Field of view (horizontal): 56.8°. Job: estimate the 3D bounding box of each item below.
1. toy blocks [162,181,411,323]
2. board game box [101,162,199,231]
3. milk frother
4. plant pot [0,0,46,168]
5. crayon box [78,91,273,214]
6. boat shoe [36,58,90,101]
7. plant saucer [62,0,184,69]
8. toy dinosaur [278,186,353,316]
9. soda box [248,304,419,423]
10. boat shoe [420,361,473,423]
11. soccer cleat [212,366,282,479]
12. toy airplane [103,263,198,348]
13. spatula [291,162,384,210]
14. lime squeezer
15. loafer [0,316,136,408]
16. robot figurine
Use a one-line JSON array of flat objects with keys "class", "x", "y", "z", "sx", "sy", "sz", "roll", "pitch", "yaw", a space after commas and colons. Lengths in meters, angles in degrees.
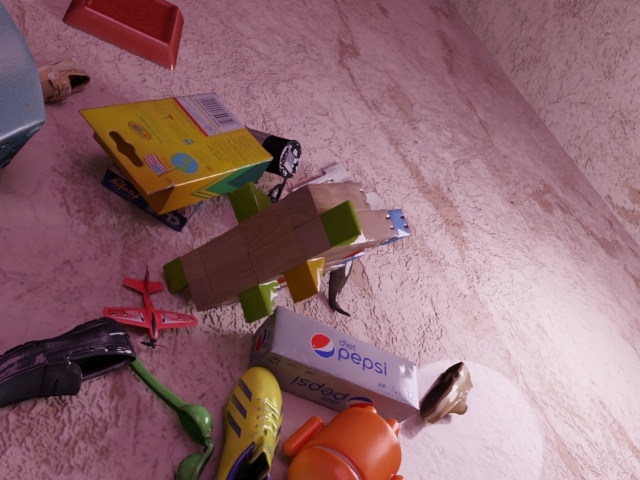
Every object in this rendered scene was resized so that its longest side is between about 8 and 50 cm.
[{"class": "toy blocks", "x": -0.033, "y": 0.009, "z": 0.978, "sx": 0.261, "sy": 0.381, "sz": 0.191, "roll": -8, "pitch": 75, "yaw": -55}, {"class": "board game box", "x": -0.287, "y": -0.139, "z": 1.147, "sx": 0.165, "sy": 0.042, "sz": 0.243, "roll": 33, "pitch": 37, "yaw": -9}, {"class": "milk frother", "x": -0.128, "y": -0.152, "z": 1.256, "sx": 0.134, "sy": 0.129, "sz": 0.143, "roll": 19, "pitch": 58, "yaw": 26}, {"class": "plant pot", "x": -0.555, "y": -0.211, "z": 0.844, "sx": 0.252, "sy": 0.247, "sz": 0.247, "roll": 52, "pitch": 35, "yaw": -14}, {"class": "crayon box", "x": -0.264, "y": -0.167, "z": 1.091, "sx": 0.202, "sy": 0.081, "sz": 0.318, "roll": 49, "pitch": 37, "yaw": 12}, {"class": "boat shoe", "x": -0.495, "y": -0.294, "z": 1.114, "sx": 0.059, "sy": 0.063, "sz": 0.170, "roll": 30, "pitch": 37, "yaw": -3}, {"class": "plant saucer", "x": -0.454, "y": -0.545, "z": 1.421, "sx": 0.258, "sy": 0.048, "sz": 0.259, "roll": 20, "pitch": 40, "yaw": -24}, {"class": "toy dinosaur", "x": 0.000, "y": 0.000, "z": 1.186, "sx": 0.160, "sy": 0.121, "sz": 0.313, "roll": -23, "pitch": 63, "yaw": -35}, {"class": "soda box", "x": 0.026, "y": 0.219, "z": 1.003, "sx": 0.286, "sy": 0.091, "sz": 0.098, "roll": 25, "pitch": 40, "yaw": -18}, {"class": "boat shoe", "x": 0.256, "y": 0.304, "z": 1.137, "sx": 0.072, "sy": 0.068, "sz": 0.190, "roll": 56, "pitch": 38, "yaw": 3}, {"class": "soccer cleat", "x": -0.090, "y": 0.286, "z": 0.810, "sx": 0.093, "sy": 0.121, "sz": 0.289, "roll": 28, "pitch": 38, "yaw": -14}, {"class": "toy airplane", "x": -0.270, "y": 0.104, "z": 0.923, "sx": 0.151, "sy": 0.028, "sz": 0.151, "roll": 24, "pitch": 39, "yaw": -21}, {"class": "spatula", "x": 0.045, "y": -0.105, "z": 1.414, "sx": 0.168, "sy": 0.019, "sz": 0.242, "roll": 46, "pitch": 37, "yaw": 8}, {"class": "lime squeezer", "x": -0.191, "y": 0.282, "z": 0.786, "sx": 0.109, "sy": 0.059, "sz": 0.310, "roll": 10, "pitch": 47, "yaw": -34}, {"class": "loafer", "x": -0.338, "y": 0.166, "z": 0.761, "sx": 0.078, "sy": 0.076, "sz": 0.223, "roll": 42, "pitch": 32, "yaw": 18}, {"class": "robot figurine", "x": 0.035, "y": 0.332, "z": 0.868, "sx": 0.219, "sy": 0.128, "sz": 0.158, "roll": -27, "pitch": 82, "yaw": -52}]
